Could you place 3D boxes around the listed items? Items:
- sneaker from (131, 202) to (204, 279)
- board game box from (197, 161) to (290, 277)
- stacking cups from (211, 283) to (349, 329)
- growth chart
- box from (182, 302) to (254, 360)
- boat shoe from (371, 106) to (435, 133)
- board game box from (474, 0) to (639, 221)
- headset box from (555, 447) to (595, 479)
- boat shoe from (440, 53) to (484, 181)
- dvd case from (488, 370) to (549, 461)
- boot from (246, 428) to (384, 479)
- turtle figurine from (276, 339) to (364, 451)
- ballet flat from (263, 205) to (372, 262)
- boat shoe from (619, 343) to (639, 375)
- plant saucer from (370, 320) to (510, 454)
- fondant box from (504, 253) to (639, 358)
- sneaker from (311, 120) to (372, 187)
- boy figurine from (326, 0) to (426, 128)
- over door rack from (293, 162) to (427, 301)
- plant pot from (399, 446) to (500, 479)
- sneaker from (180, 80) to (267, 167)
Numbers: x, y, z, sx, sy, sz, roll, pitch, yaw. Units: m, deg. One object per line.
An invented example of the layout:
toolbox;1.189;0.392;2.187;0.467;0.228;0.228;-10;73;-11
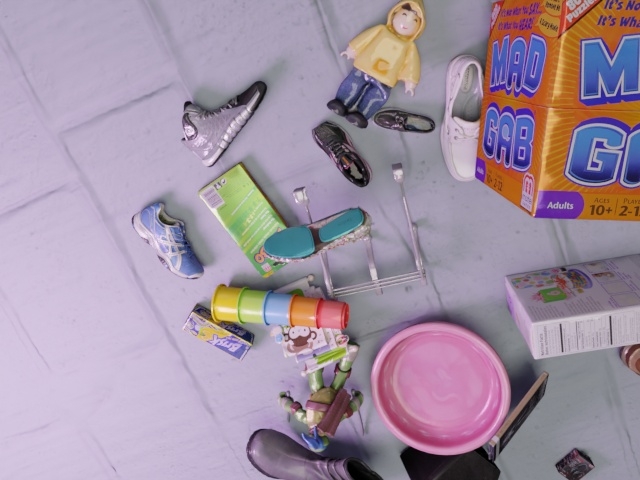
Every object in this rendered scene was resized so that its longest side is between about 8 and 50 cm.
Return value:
sneaker;-0.343;0.005;1.508;0.081;0.080;0.211;-36;106;17
board game box;-0.158;-0.044;1.509;0.124;0.039;0.259;-32;103;13
stacking cups;-0.093;0.168;1.510;0.317;0.096;0.095;7;111;16
growth chart;-0.038;0.202;1.541;0.172;0.021;0.237;-33;70;6
box;-0.250;0.227;1.600;0.169;0.054;0.059;30;108;-10
boat shoe;0.183;-0.261;1.415;0.142;0.040;0.049;6;110;-1
board game box;0.515;-0.247;1.163;0.357;0.356;0.356;2;107;-3
headset box;0.678;0.596;1.717;0.062;0.032;0.083;38;108;-11
boat shoe;0.310;-0.252;1.384;0.098;0.096;0.276;-6;110;3
dvd case;0.477;0.428;1.564;0.018;0.164;0.221;34;73;29
boot;-0.001;0.560;1.621;0.338;0.118;0.223;36;143;-27
turtle figurine;0.003;0.372;1.622;0.198;0.275;0.266;10;90;22
ballet flat;0.000;0.000;1.367;0.241;0.091;0.077;-16;154;15
boat shoe;0.895;0.322;1.563;0.324;0.120;0.122;11;110;-2
plant saucer;0.291;0.351;1.576;0.332;0.084;0.331;3;100;16
fondant box;0.606;0.141;1.444;0.331;0.238;0.096;-9;111;5
sneaker;0.054;-0.189;1.426;0.178;0.077;0.072;43;105;-12
boy figurine;0.137;-0.371;1.349;0.177;0.092;0.285;36;109;1
over door rack;0.099;-0.019;1.461;0.240;0.108;0.324;-13;122;7
plant pot;0.341;0.585;1.655;0.188;0.187;0.167;39;94;-12
sneaker;-0.226;-0.278;1.400;0.132;0.086;0.228;38;108;-9
